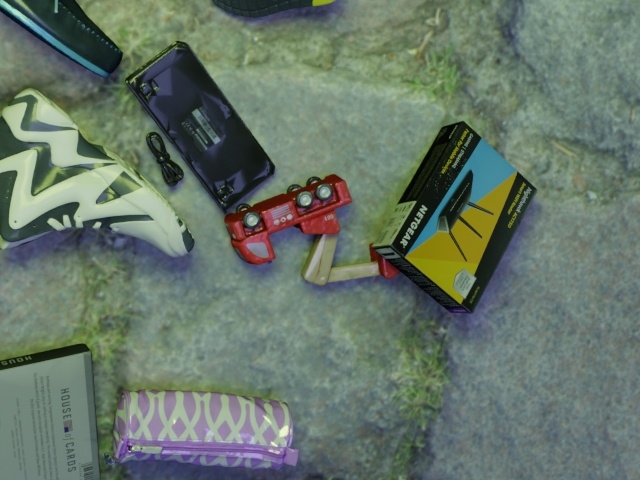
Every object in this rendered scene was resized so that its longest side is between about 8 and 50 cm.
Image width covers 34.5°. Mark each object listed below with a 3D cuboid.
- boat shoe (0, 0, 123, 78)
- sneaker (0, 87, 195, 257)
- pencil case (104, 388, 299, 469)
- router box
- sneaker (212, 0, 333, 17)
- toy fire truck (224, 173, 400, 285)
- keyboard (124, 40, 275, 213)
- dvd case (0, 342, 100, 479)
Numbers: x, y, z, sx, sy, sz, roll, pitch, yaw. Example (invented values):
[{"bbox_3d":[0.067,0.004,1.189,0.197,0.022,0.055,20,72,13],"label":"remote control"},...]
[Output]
[{"bbox_3d":[-0.287,-0.262,0.990,0.258,0.109,0.089,39,86,-23],"label":"boat shoe"},{"bbox_3d":[-0.257,-0.027,1.060,0.235,0.094,0.153,41,90,-20],"label":"sneaker"},{"bbox_3d":[-0.133,0.213,1.155,0.206,0.088,0.086,5,103,-18],"label":"pencil case"},{"bbox_3d":[0.156,-0.026,1.176,0.133,0.046,0.179,39,69,-21],"label":"router box"},{"bbox_3d":[-0.048,-0.274,1.088,0.144,0.059,0.053,-4,136,0],"label":"sneaker"},{"bbox_3d":[0.000,0.000,1.165,0.192,0.047,0.135,-22,108,-10],"label":"toy fire truck"},{"bbox_3d":[-0.139,-0.113,1.112,0.108,0.023,0.180,-40,109,-11],"label":"keyboard"},{"bbox_3d":[-0.354,0.215,1.083,0.239,0.029,0.179,-10,114,-27],"label":"dvd case"}]
